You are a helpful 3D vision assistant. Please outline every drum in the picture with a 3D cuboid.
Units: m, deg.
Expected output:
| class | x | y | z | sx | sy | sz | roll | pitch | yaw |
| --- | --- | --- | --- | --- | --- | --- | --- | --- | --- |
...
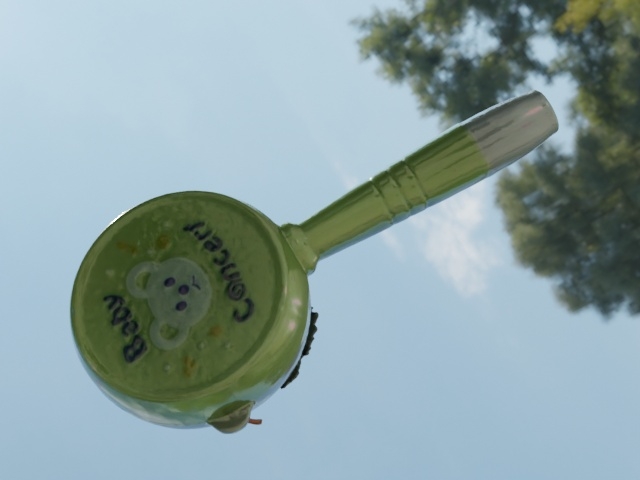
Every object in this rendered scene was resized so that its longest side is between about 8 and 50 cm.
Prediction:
| class | x | y | z | sx | sy | sz | roll | pitch | yaw |
| --- | --- | --- | --- | --- | --- | --- | --- | --- | --- |
| drum | -0.014 | -0.013 | 0.545 | 0.130 | 0.253 | 0.049 | 43 | 170 | 25 |
